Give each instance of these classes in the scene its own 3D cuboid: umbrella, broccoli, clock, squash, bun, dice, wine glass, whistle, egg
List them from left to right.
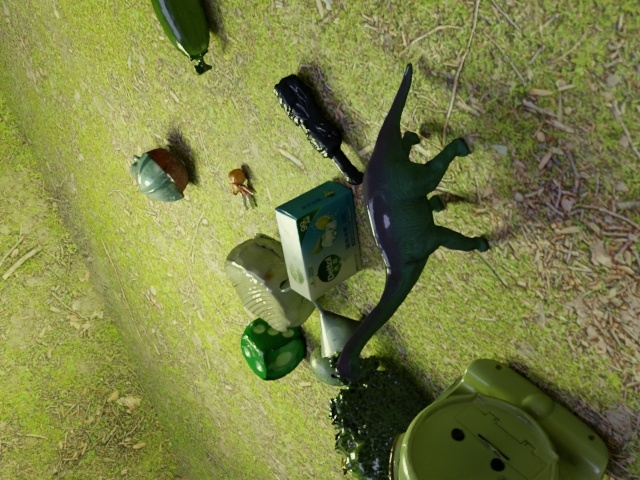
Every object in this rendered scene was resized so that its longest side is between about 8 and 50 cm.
[{"bbox_3d":[-0.442,-0.179,2.121,0.142,0.133,0.346,27,177,-26],"label":"whistle"},{"bbox_3d":[-0.305,-0.520,1.601,0.101,0.101,0.378,8,124,56],"label":"squash"},{"bbox_3d":[-0.112,0.088,1.808,0.239,0.141,0.239,34,150,24],"label":"bun"},{"bbox_3d":[-0.121,0.268,2.001,0.120,0.128,0.131,41,148,34],"label":"dice"},{"bbox_3d":[-0.005,-0.197,1.451,0.248,0.071,0.071,57,151,7],"label":"umbrella"},{"bbox_3d":[-0.001,0.145,1.673,0.183,0.122,0.122,53,153,-11],"label":"wine glass"},{"bbox_3d":[0.025,0.291,1.833,0.110,0.085,0.085,40,147,18],"label":"egg"},{"bbox_3d":[0.131,0.475,1.697,0.353,0.275,0.397,-84,1,-50],"label":"broccoli"},{"bbox_3d":[0.255,0.368,1.263,0.286,0.348,0.117,37,144,35],"label":"clock"}]

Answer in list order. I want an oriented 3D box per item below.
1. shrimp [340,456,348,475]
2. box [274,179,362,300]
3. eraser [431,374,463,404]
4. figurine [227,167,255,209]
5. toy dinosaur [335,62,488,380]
[{"bbox_3d":[0.098,0.579,2.046,0.095,0.045,0.162,29,139,11],"label":"shrimp"},{"bbox_3d":[0.000,-0.001,1.548,0.073,0.139,0.194,29,139,44],"label":"box"},{"bbox_3d":[0.265,0.373,1.511,0.052,0.095,0.225,23,136,39],"label":"eraser"},{"bbox_3d":[-0.182,-0.115,1.837,0.064,0.047,0.109,-3,125,27],"label":"figurine"},{"bbox_3d":[0.086,-0.027,1.186,0.129,0.331,0.383,2,120,55],"label":"toy dinosaur"}]
